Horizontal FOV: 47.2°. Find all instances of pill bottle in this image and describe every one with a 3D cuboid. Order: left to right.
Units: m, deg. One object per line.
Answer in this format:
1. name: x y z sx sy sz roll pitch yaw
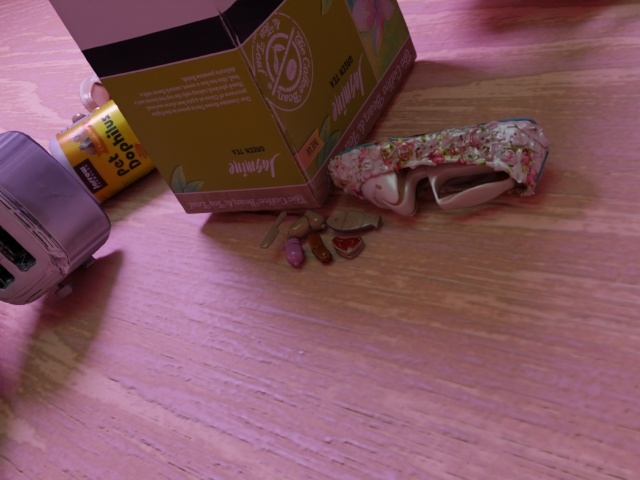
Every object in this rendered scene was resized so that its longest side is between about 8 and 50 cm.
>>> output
1. pill bottle: -0.310 -0.132 1.075 0.215 0.117 0.117 -34 35 -4

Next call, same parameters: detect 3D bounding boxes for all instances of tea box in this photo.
1. tea box: -0.079 -0.257 0.875 0.219 0.324 0.329 0 43 35

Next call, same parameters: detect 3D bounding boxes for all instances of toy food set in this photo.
1. toy food set: 0.000 0.000 0.781 0.122 0.019 0.078 7 50 31

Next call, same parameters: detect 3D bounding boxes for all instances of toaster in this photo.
1. toaster: -0.375 -0.031 0.895 0.129 0.227 0.146 -33 19 19

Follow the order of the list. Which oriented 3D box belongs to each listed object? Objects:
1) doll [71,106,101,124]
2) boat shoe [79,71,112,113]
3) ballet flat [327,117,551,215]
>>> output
1. doll: -0.386 -0.145 1.205 0.129 0.046 0.189 -17 43 2
2. boat shoe: -0.408 -0.297 1.393 0.059 0.063 0.170 -25 35 18
3. ballet flat: 0.107 -0.066 0.734 0.240 0.091 0.077 -9 63 33
